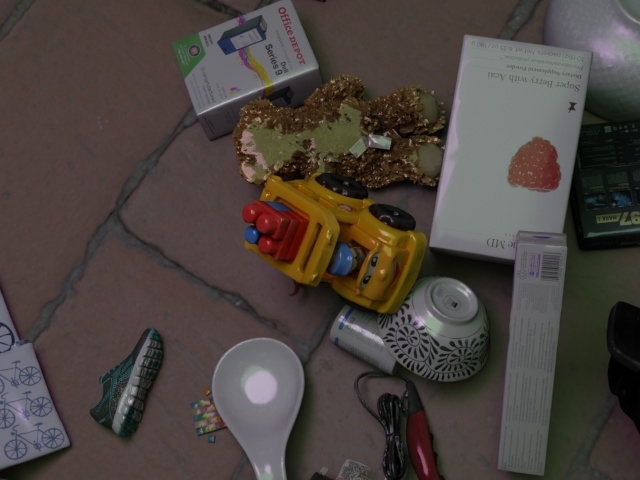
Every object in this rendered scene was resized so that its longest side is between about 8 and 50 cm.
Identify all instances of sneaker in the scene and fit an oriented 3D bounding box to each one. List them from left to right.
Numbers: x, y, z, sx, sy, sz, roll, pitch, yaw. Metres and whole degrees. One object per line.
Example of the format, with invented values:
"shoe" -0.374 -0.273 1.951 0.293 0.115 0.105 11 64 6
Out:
"sneaker" -0.292 0.204 1.385 0.076 0.065 0.166 14 71 18

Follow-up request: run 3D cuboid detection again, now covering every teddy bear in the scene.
"teddy bear" 0.037 -0.147 1.447 0.338 0.113 0.245 -21 80 -4

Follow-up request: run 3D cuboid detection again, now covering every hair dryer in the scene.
"hair dryer" 0.143 0.313 1.257 0.294 0.080 0.223 27 70 12

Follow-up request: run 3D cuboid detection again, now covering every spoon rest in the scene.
"spoon rest" -0.074 0.267 1.312 0.137 0.084 0.276 -16 69 3

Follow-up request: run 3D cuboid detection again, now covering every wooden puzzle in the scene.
"wooden puzzle" -0.163 0.256 1.371 0.049 0.006 0.083 -17 68 3

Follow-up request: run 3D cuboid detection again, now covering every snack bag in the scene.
"snack bag" -0.570 0.196 1.347 0.323 0.037 0.342 -12 65 -35

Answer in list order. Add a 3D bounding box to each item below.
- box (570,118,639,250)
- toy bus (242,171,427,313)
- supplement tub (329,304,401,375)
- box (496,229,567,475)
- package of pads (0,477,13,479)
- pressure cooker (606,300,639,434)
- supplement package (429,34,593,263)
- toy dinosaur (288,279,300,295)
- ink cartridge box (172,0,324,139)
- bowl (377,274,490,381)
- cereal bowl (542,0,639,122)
"box" 0.486 -0.088 1.365 0.233 0.059 0.183 -6 67 7
"toy bus" 0.000 0.000 1.252 0.220 0.211 0.149 33 108 33
"supplement tub" 0.074 0.140 1.341 0.107 0.071 0.071 28 76 17
"box" 0.275 0.148 1.214 0.067 0.063 0.323 4 107 13
"package of pads" -0.519 0.503 1.286 0.297 0.101 0.229 -34 68 -4
"pressure cooker" 0.574 0.152 1.082 0.376 0.420 0.369 -12 56 -32
"supplement package" 0.262 -0.115 1.307 0.178 0.175 0.292 9 88 8
"toy dinosaur" -0.032 0.025 1.403 0.047 0.090 0.082 -14 112 15
"ink cartridge box" -0.115 -0.281 1.521 0.213 0.093 0.154 -20 67 0
"bowl" 0.172 0.104 1.295 0.170 0.080 0.170 10 48 -11
"cereal bowl" 0.516 -0.348 1.417 0.339 0.141 0.338 -3 70 9
